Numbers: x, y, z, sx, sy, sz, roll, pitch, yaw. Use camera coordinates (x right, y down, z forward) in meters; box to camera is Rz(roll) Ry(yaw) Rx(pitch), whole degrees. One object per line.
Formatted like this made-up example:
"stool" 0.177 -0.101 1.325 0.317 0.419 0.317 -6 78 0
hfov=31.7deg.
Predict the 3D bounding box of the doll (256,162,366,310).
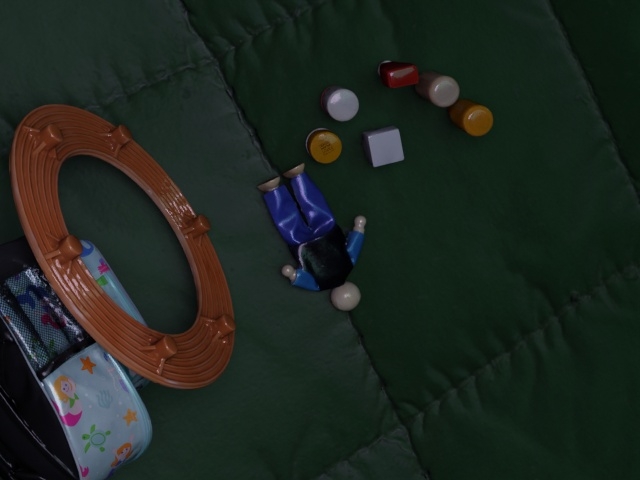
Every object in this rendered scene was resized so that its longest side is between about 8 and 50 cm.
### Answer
"doll" 0.000 0.000 1.375 0.129 0.046 0.189 -29 97 -21

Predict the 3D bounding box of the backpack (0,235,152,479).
"backpack" -0.279 0.136 1.145 0.191 0.225 0.253 -27 86 -39

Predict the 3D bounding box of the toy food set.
"toy food set" 0.087 -0.165 1.415 0.232 0.104 0.111 -15 106 -6

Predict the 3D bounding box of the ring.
"ring" -0.190 -0.002 1.173 0.032 0.336 0.336 -32 102 20
